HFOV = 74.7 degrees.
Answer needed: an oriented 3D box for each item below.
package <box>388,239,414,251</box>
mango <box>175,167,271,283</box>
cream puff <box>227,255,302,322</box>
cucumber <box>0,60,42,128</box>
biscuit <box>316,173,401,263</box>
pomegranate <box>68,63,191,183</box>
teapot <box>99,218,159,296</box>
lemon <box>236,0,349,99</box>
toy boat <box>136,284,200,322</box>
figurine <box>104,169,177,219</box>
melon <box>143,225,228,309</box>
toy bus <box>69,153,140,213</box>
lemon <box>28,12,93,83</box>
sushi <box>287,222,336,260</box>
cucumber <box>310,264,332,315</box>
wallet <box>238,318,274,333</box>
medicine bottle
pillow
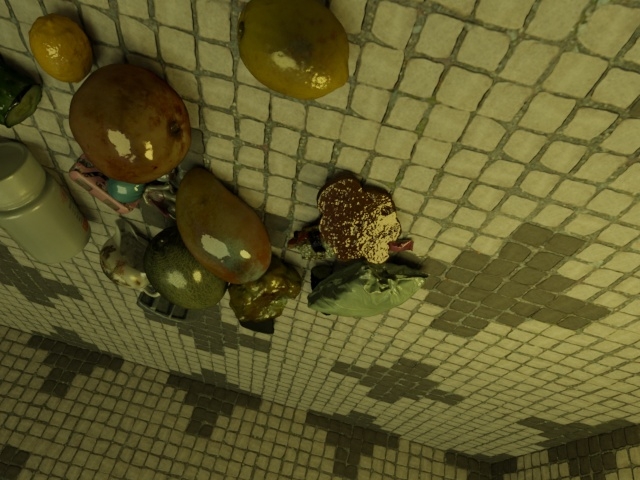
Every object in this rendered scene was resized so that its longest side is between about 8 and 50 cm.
[{"bbox_3d":[0.227,0.015,1.211,0.083,0.029,0.059,1,146,6],"label":"package"},{"bbox_3d":[-0.279,-0.029,1.208,0.221,0.199,0.384,-19,118,11],"label":"mango"},{"bbox_3d":[-0.198,0.157,1.459,0.282,0.185,0.282,-24,149,-15],"label":"cream puff"},{"bbox_3d":[-0.810,-0.389,0.996,0.244,0.134,0.134,33,141,-16],"label":"cucumber"},{"bbox_3d":[0.103,-0.049,1.108,0.208,0.041,0.290,-27,120,14],"label":"biscuit"},{"bbox_3d":[-0.432,-0.252,0.937,0.270,0.229,0.252,4,142,25],"label":"pomegranate"},{"bbox_3d":[-0.653,0.074,1.471,0.139,0.204,0.298,-35,93,29],"label":"teapot"},{"bbox_3d":[-0.045,-0.335,0.729,0.207,0.170,0.170,19,145,-15],"label":"lemon"},{"bbox_3d":[-0.656,0.285,1.825,0.283,0.127,0.078,34,141,-30],"label":"toy boat"},{"bbox_3d":[-0.477,-0.139,1.211,0.260,0.103,0.205,25,146,-29],"label":"figurine"},{"bbox_3d":[-0.432,0.094,1.381,0.248,0.248,0.329,1,141,19],"label":"melon"},{"bbox_3d":[-0.637,-0.164,1.248,0.063,0.090,0.203,-16,132,37],"label":"toy bus"},{"bbox_3d":[-0.541,-0.398,0.881,0.114,0.114,0.155,21,151,-7],"label":"lemon"},{"bbox_3d":[0.000,0.004,1.225,0.226,0.103,0.097,-11,153,35],"label":"sushi"},{"bbox_3d":[0.009,0.188,1.484,0.081,0.072,0.303,-6,142,-2],"label":"cucumber"},{"bbox_3d":[-0.277,0.311,1.786,0.168,0.052,0.245,11,139,7],"label":"wallet"},{"bbox_3d":[-0.915,-0.108,1.328,0.211,0.211,0.371,8,143,11],"label":"medicine bottle"},{"bbox_3d":[0.151,0.155,1.309,0.283,0.138,0.310,11,148,-32],"label":"pillow"}]
